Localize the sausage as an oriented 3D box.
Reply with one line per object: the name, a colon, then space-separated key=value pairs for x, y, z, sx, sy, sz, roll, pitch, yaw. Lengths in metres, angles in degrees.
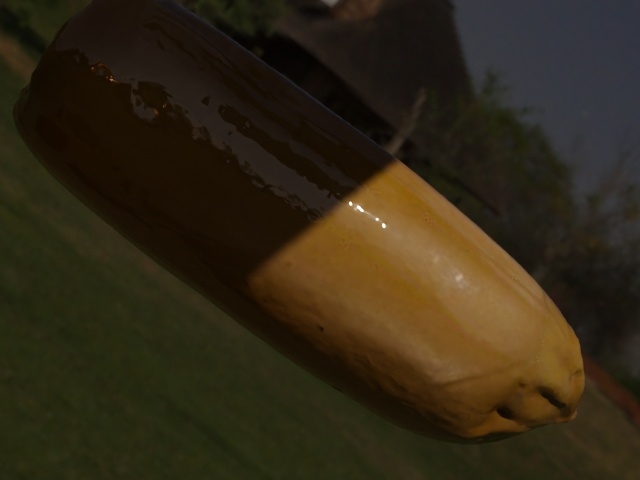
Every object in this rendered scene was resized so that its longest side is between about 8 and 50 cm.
sausage: x=-0.001 y=0.003 z=0.856 sx=0.354 sy=0.134 sz=0.116 roll=36 pitch=34 yaw=-3
